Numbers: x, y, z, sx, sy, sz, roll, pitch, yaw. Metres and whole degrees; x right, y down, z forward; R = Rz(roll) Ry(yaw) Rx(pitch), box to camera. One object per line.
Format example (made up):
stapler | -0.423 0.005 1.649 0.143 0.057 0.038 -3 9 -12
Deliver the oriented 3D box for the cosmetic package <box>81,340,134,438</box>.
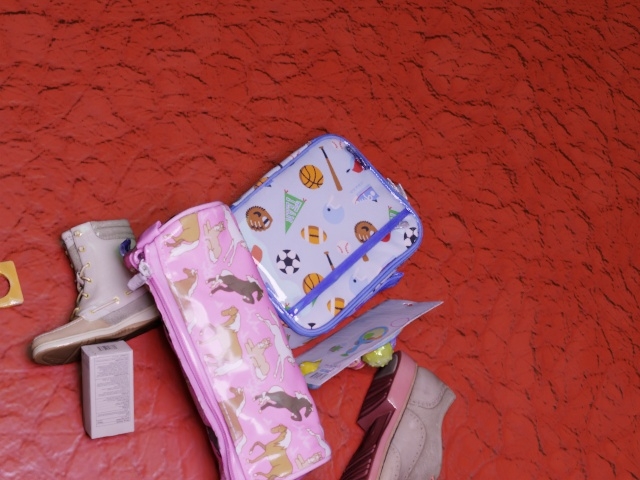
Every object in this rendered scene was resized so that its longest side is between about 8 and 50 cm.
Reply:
cosmetic package | -0.273 0.191 1.584 0.060 0.041 0.115 -5 108 -26

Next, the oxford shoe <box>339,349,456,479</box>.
oxford shoe | 0.104 0.319 1.666 0.130 0.123 0.348 29 60 -12

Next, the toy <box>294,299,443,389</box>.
toy | 0.054 0.156 1.730 0.237 0.137 0.056 -27 104 -31

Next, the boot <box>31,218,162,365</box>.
boot | -0.314 0.065 1.644 0.213 0.077 0.165 -21 76 -36

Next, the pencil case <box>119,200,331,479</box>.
pencil case | -0.120 0.147 1.595 0.167 0.160 0.386 -24 90 -15

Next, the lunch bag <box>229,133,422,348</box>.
lunch bag | 0.000 0.000 1.782 0.303 0.115 0.243 -40 87 -30

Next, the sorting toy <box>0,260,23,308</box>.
sorting toy | -0.547 0.083 1.560 0.347 0.047 0.196 -24 76 -29
